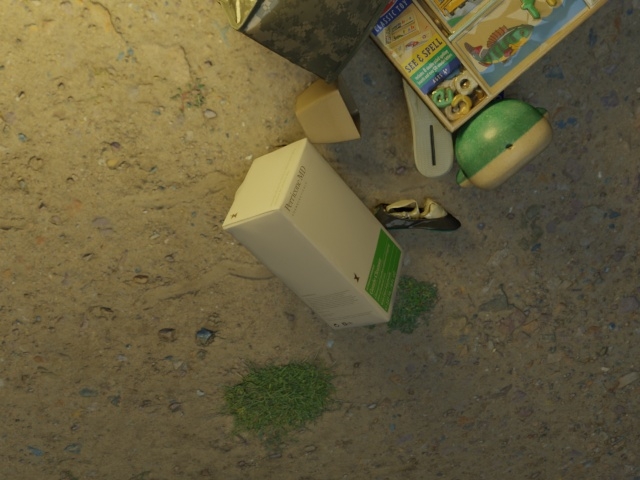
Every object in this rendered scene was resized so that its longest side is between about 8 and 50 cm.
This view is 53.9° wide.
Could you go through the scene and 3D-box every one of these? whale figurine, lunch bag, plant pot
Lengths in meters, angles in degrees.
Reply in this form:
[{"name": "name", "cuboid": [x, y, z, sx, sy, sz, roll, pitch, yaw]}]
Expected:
[{"name": "whale figurine", "cuboid": [0.340, -0.196, 1.228, 0.216, 0.272, 0.141, -41, 90, 14]}, {"name": "lunch bag", "cuboid": [-0.003, -0.434, 0.989, 0.235, 0.168, 0.287, 14, 124, -49]}, {"name": "plant pot", "cuboid": [0.012, -0.243, 1.192, 0.096, 0.109, 0.109, -20, 125, 15]}]

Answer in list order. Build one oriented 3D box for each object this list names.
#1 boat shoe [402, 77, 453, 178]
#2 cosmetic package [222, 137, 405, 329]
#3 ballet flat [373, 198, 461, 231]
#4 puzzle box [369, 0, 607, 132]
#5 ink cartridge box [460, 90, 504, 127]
[{"name": "boat shoe", "cuboid": [0.211, -0.272, 1.218, 0.109, 0.094, 0.302, 0, 108, 6]}, {"name": "cosmetic package", "cuboid": [0.000, 0.000, 1.265, 0.155, 0.196, 0.365, -14, 134, 37]}, {"name": "ballet flat", "cuboid": [0.216, -0.057, 1.378, 0.203, 0.074, 0.074, 0, 122, -10]}, {"name": "puzzle box", "cuboid": [0.299, -0.424, 1.096, 0.409, 0.052, 0.272, -41, 101, 10]}, {"name": "ink cartridge box", "cuboid": [0.307, -0.330, 1.232, 0.097, 0.046, 0.207, -12, 125, -4]}]
